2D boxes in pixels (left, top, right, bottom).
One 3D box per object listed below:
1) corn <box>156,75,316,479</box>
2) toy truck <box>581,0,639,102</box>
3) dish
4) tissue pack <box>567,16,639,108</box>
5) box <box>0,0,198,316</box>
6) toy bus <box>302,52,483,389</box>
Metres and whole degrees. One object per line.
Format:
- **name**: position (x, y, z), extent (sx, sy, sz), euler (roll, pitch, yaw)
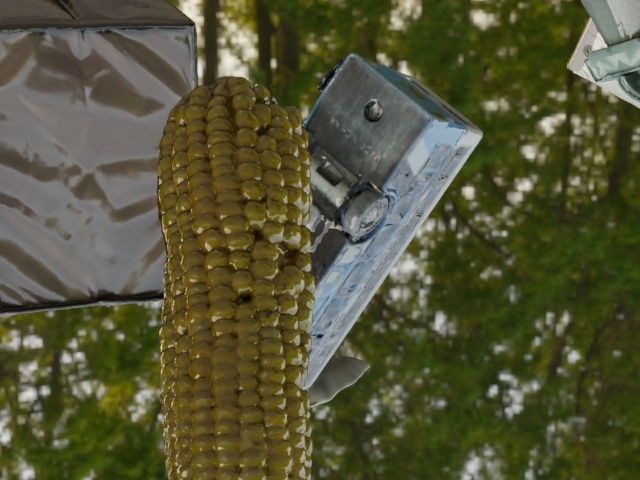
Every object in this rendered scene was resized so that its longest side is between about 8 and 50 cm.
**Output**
- **corn**: position (-0.048, 0.041, 0.657), extent (0.097, 0.320, 0.097), euler (-2, 155, -1)
- **toy truck**: position (0.163, -0.210, 0.597), extent (0.140, 0.257, 0.108), euler (-31, -168, -24)
- **dish**: position (0.011, 0.204, 1.742), extent (0.091, 0.039, 0.137), euler (-15, -167, 34)
- **tissue pack**: position (0.259, -0.175, 0.814), extent (0.106, 0.149, 0.099), euler (32, -134, 15)
- **box**: position (-0.202, -0.077, 0.930), extent (0.188, 0.252, 0.153), euler (-6, -154, -22)
- **toy bus**: position (0.000, 0.000, 0.932), extent (0.106, 0.297, 0.131), euler (42, -158, 23)
